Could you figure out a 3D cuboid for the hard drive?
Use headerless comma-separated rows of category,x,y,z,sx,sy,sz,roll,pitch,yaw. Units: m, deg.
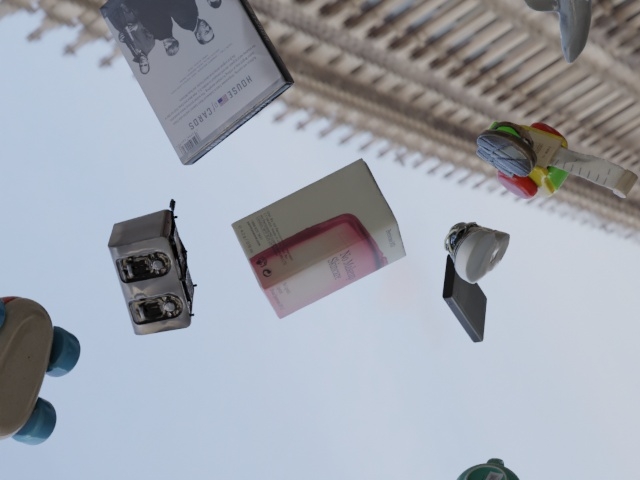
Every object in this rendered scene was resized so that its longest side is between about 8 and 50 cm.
hard drive,0.243,0.097,2.316,0.135,0.022,0.094,53,-144,-43

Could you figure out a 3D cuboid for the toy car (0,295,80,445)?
toy car,-0.519,0.173,2.011,0.219,0.238,0.210,37,-115,-55

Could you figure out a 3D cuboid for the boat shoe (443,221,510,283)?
boat shoe,0.214,0.012,1.985,0.070,0.078,0.219,24,-172,16

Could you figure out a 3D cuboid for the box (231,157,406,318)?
box,0.000,0.000,2.145,0.127,0.232,0.149,63,179,24

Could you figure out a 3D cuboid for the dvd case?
dvd case,-0.156,-0.239,1.692,0.239,0.179,0.029,61,-154,13

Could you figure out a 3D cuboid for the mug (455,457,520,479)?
mug,0.294,0.451,2.460,0.158,0.129,0.097,-120,16,-53

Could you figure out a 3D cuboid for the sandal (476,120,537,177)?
sandal,0.275,-0.135,1.987,0.090,0.060,0.219,38,180,5

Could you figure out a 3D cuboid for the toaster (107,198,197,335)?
toaster,-0.276,0.046,2.299,0.186,0.110,0.168,-98,-5,-70

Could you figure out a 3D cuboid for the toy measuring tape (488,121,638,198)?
toy measuring tape,0.366,-0.104,2.089,0.121,0.121,0.330,37,173,-40

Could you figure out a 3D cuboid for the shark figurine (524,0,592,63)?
shark figurine,0.387,-0.420,2.227,0.278,0.166,0.116,34,179,-36
